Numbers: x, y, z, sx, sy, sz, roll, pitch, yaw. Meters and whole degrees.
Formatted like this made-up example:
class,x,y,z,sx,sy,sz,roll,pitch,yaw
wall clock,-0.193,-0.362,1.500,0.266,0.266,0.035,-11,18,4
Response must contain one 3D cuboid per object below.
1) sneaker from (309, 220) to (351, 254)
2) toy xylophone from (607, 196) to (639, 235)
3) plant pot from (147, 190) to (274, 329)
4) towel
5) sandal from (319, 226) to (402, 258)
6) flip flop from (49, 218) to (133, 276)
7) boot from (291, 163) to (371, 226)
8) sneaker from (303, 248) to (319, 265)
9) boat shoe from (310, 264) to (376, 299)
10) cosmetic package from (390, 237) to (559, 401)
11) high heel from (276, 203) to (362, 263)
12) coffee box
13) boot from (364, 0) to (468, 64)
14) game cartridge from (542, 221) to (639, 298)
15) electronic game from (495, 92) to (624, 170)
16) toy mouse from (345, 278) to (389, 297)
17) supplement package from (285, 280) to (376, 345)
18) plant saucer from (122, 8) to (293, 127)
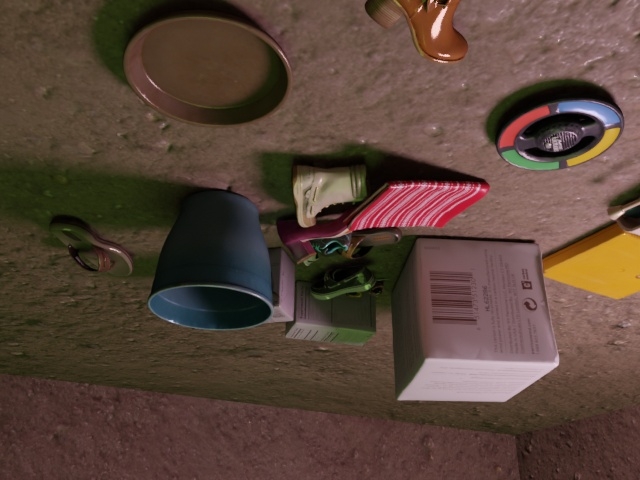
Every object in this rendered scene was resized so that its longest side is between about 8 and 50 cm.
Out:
class,x,y,z,sx,sy,sz,roll,pitch,yaw
sneaker,0.000,0.000,1.618,0.167,0.076,0.065,-10,150,21
toy xylophone,0.763,-0.092,1.413,0.236,0.081,0.323,18,148,-30
plant pot,-0.234,0.038,1.502,0.272,0.255,0.271,1,153,1
towel,0.210,-0.075,1.445,0.275,0.031,0.199,-2,157,-30
sandal,0.097,0.015,1.662,0.219,0.060,0.090,-9,151,18
flip flop,-0.584,0.034,1.693,0.112,0.080,0.277,-8,152,16
boot,0.026,-0.095,1.437,0.165,0.077,0.213,-3,153,2
sneaker,-0.038,0.028,1.725,0.044,0.040,0.109,-24,152,10
boat shoe,0.050,0.106,1.840,0.219,0.077,0.070,-16,126,37
cosmetic package,0.382,0.224,1.774,0.328,0.329,0.393,2,154,-4
high heel,0.010,-0.052,1.557,0.244,0.117,0.082,-34,171,24
coffee box,-0.226,0.132,1.785,0.297,0.168,0.119,-6,152,15
boot,0.181,-0.340,0.955,0.197,0.073,0.152,16,145,-33
game cartridge,0.785,0.058,1.753,0.324,0.052,0.285,17,149,-25
electronic game,0.446,-0.198,1.249,0.229,0.048,0.229,0,154,0
toy mouse,0.139,0.124,1.904,0.143,0.031,0.161,-30,144,34
supplement package,0.029,0.219,1.979,0.244,0.139,0.134,9,151,-13
plant saucer,-0.184,-0.283,1.107,0.278,0.041,0.278,0,152,0
